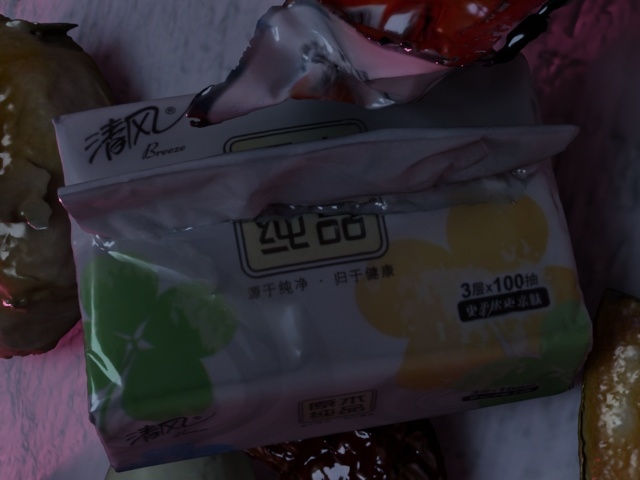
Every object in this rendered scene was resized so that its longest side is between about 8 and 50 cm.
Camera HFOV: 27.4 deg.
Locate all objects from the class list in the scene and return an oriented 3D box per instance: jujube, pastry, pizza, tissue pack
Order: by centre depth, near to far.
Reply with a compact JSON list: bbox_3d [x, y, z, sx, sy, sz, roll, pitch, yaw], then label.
[{"bbox_3d":[0.188,0.089,0.572,0.176,0.036,0.184,-32,61,33],"label":"pizza"},{"bbox_3d":[0.000,0.000,0.607,0.229,0.145,0.159,-9,69,-3],"label":"tissue pack"},{"bbox_3d":[0.001,0.095,0.708,0.166,0.104,0.104,49,117,21],"label":"jujube"},{"bbox_3d":[-0.238,-0.035,0.928,0.257,0.121,0.235,-11,77,42],"label":"pastry"}]

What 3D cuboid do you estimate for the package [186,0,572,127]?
[{"bbox_3d":[0.058,-0.119,0.584,0.194,0.269,0.071,0,122,35],"label":"package"}]

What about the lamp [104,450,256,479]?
[{"bbox_3d":[-0.084,0.187,0.768,0.101,0.101,0.250,4,93,43],"label":"lamp"}]
